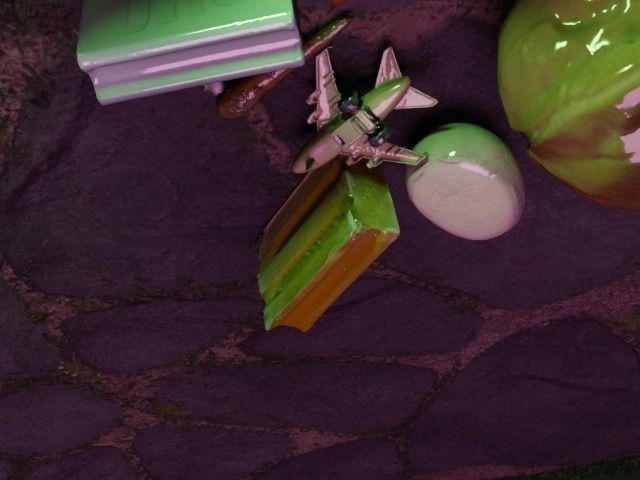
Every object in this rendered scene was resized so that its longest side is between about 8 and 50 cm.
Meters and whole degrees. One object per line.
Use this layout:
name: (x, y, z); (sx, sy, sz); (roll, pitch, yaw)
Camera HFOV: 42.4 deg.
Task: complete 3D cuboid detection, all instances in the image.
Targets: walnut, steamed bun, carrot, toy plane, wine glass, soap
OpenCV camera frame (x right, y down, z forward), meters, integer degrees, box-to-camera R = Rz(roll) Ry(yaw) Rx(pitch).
walnut: (0.422, -0.223, 1.065); (0.384, 0.383, 0.383); (-4, 142, -3)
steamed bun: (0.241, -0.103, 1.346); (0.177, 0.130, 0.228); (-20, 134, 35)
carrot: (-0.055, -0.250, 1.187); (0.254, 0.049, 0.049); (-31, 136, 23)
toy plane: (0.046, -0.172, 1.233); (0.244, 0.092, 0.229); (-38, 109, 21)
wine glass: (-0.158, -0.245, 1.177); (0.042, 0.039, 0.083); (8, 147, 16)
soap: (0.000, 0.000, 1.393); (0.091, 0.199, 0.315); (12, 137, -28)
soap: (-0.161, -0.274, 1.043); (0.266, 0.159, 0.087); (-10, 141, 5)

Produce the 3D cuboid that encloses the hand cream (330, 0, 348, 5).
hand cream: (0.150, -0.379, 1.025); (0.314, 0.089, 0.139); (-21, 128, 5)
